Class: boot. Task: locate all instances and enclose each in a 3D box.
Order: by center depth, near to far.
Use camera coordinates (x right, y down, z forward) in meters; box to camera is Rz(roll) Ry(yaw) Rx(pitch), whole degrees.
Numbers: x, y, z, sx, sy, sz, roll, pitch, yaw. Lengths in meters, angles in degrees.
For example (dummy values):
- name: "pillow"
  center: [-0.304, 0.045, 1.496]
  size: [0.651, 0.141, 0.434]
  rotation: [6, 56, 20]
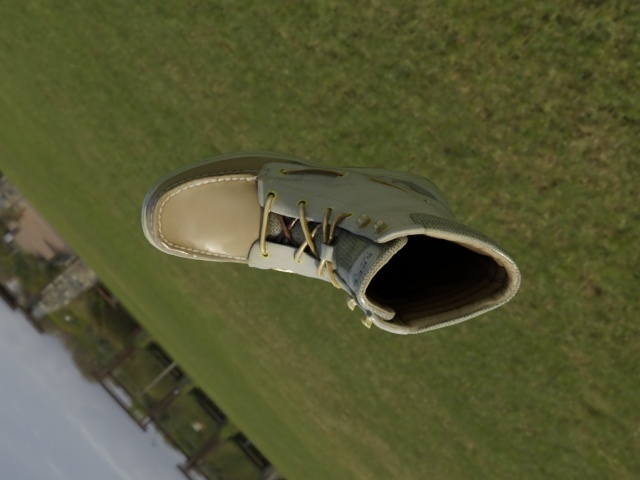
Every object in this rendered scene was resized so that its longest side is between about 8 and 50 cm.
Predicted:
- name: "boot"
  center: [0.000, 0.000, 0.629]
  size: [0.165, 0.213, 0.077]
  rotation: [-125, 38, -68]
